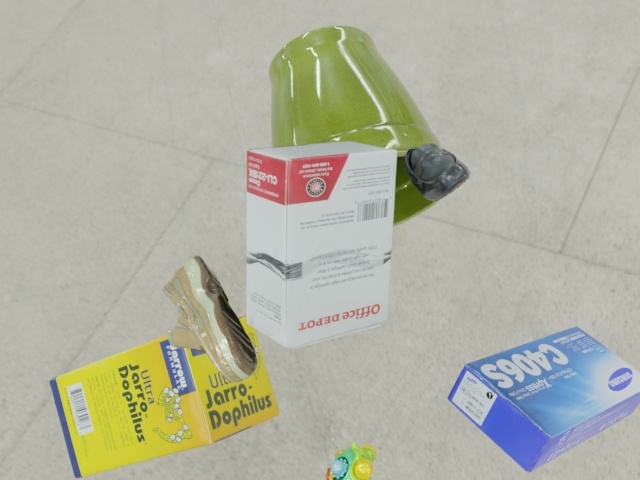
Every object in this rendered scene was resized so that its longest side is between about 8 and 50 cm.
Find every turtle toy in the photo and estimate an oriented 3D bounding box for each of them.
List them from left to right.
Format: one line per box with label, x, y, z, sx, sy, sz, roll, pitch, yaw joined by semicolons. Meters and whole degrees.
turtle toy;0.041;0.340;1.002;0.066;0.095;0.130;1;90;8

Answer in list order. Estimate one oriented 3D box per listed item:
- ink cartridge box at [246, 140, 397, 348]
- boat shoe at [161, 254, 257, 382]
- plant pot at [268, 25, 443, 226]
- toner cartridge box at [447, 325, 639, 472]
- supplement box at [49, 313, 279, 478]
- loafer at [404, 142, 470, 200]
ink cartridge box;0.000;0.000;1.082;0.197;0.272;0.114;-10;18;-35
boat shoe;-0.124;0.092;0.765;0.072;0.068;0.190;-34;34;-3
plant pot;0.046;-0.230;1.506;0.367;0.366;0.352;-19;69;6
toner cartridge box;0.377;0.241;1.177;0.348;0.075;0.165;-7;38;-44
supplement box;-0.288;0.284;1.335;0.357;0.194;0.195;-23;81;31
loafer;0.173;-0.112;1.148;0.076;0.078;0.223;-36;9;1
